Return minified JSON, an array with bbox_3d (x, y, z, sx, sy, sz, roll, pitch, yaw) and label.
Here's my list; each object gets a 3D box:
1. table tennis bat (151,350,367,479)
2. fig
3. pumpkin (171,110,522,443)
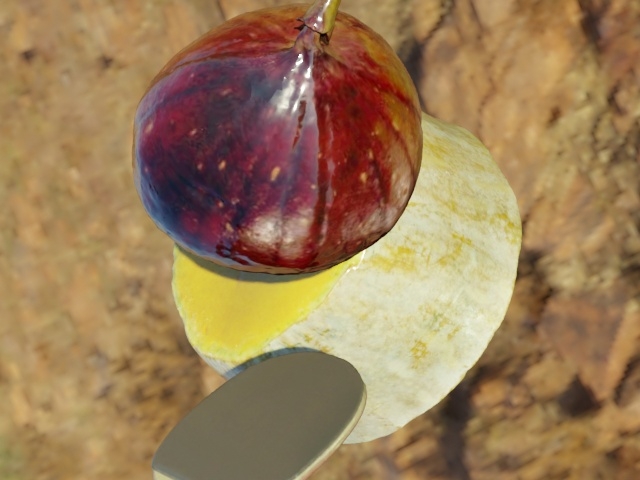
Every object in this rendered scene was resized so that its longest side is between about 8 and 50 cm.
[{"bbox_3d":[-0.072,0.157,1.204,0.138,0.246,0.022,16,140,49],"label":"table tennis bat"},{"bbox_3d":[-0.020,-0.082,1.173,0.249,0.204,0.186,118,134,-69],"label":"fig"},{"bbox_3d":[0.000,0.000,1.635,0.199,0.332,0.332,32,180,-36],"label":"pumpkin"}]
